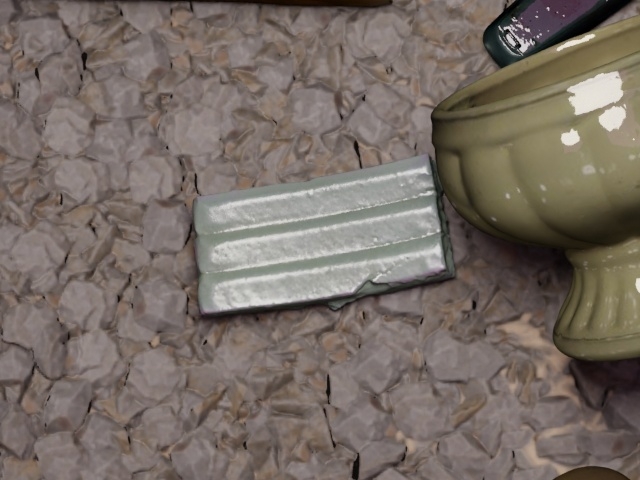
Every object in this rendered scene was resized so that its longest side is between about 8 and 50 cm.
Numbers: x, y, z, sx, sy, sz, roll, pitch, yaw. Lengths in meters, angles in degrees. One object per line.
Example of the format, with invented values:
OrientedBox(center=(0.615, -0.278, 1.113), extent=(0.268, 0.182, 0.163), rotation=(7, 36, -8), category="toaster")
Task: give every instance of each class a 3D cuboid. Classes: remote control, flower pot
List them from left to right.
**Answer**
OrientedBox(center=(0.246, -0.236, 1.696), extent=(0.222, 0.042, 0.072), rotation=(-38, 84, -1), category="remote control")
OrientedBox(center=(0.256, -0.047, 1.557), extent=(0.307, 0.307, 0.244), rotation=(-21, 99, 1), category="flower pot")

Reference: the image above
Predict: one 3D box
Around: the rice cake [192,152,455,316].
OrientedBox(center=(0.000, 0.000, 1.681), extent=(0.237, 0.043, 0.127), rotation=(-8, 81, 4), category="rice cake")

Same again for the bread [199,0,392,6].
OrientedBox(center=(-0.115, -0.266, 1.678), extent=(0.361, 0.138, 0.077), rotation=(2, 81, 4), category="bread")

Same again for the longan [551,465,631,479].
OrientedBox(center=(0.235, 0.249, 1.608), extent=(0.113, 0.092, 0.113), rotation=(7, 126, 9), category="longan")
